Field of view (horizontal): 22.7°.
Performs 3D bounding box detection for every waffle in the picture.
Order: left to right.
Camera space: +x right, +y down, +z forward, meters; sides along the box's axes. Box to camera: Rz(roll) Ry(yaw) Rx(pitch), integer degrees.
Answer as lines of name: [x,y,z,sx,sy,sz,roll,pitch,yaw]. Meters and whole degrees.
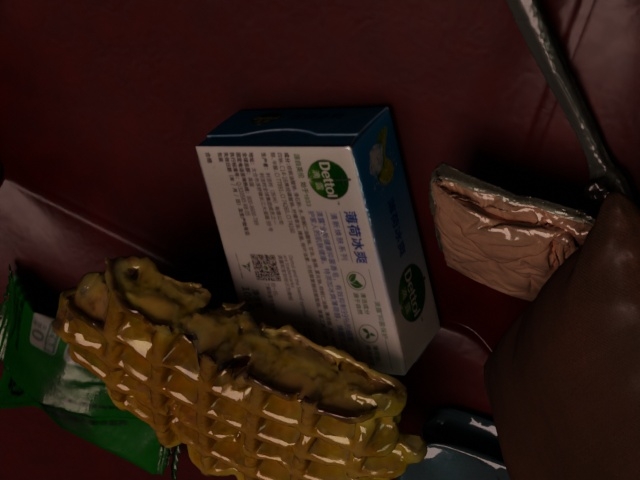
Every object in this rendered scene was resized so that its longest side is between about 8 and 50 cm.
waffle: [-0.071,0.116,1.243,0.309,0.065,0.283,-10,131,44]

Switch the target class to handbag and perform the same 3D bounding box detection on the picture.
handbag: [0.144,0.256,1.302,0.179,0.062,0.229,16,125,17]

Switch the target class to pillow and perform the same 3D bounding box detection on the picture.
pillow: [0.185,0.016,1.121,0.232,0.043,0.126,16,156,19]
pillow: [0.213,0.160,1.062,0.308,0.108,0.305,64,160,17]

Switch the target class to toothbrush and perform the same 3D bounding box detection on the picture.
toothbrush: [0.146,-0.139,1.078,0.030,0.030,0.297,-13,111,40]

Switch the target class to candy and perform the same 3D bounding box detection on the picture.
candy: [-0.210,0.123,1.410,0.203,0.078,0.141,18,126,13]

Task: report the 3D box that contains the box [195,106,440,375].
box: [-0.001,0.000,1.215,0.139,0.073,0.194,1,119,31]
